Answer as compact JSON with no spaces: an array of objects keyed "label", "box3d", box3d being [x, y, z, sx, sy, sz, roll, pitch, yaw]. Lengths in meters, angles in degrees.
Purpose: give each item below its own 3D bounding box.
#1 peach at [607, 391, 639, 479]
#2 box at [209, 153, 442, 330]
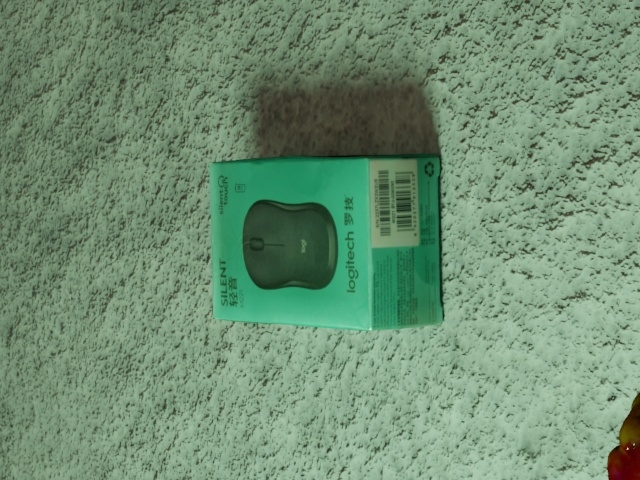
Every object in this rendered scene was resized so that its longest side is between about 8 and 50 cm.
[{"label":"peach","box3d":[0.364,0.219,1.628,0.197,0.197,0.197,4,95,51]},{"label":"box","box3d":[0.000,0.000,2.100,0.311,0.118,0.205,2,92,50]}]
